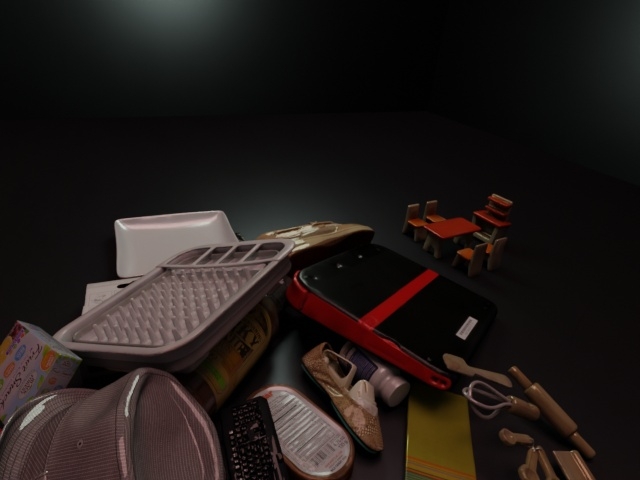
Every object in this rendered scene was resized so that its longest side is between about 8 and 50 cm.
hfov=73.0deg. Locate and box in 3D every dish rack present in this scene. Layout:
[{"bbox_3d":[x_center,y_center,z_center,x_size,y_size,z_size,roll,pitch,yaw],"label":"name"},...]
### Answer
[{"bbox_3d":[-0.212,0.100,0.696,0.285,0.072,0.333,-4,22,29],"label":"dish rack"}]

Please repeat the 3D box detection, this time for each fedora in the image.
[{"bbox_3d":[-0.196,0.237,0.464,0.243,0.124,0.275,37,13,-40],"label":"fedora"}]

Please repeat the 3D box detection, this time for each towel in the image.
[{"bbox_3d":[0.174,0.309,0.632,0.102,0.021,0.237,16,28,6],"label":"towel"}]

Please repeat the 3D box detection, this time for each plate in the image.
[{"bbox_3d":[-0.345,0.012,1.051,0.278,0.045,0.277,-7,32,-23],"label":"plate"}]

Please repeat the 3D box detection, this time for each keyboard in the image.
[{"bbox_3d":[-0.097,0.291,0.551,0.100,0.038,0.192,-20,42,-9],"label":"keyboard"}]

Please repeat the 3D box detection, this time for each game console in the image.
[{"bbox_3d":[0.154,0.123,0.868,0.342,0.060,0.386,29,25,24],"label":"game console"}]

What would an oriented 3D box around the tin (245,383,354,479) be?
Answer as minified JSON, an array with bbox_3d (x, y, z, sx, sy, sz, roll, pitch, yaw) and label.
[{"bbox_3d":[-0.034,0.280,0.627,0.189,0.040,0.106,27,30,34],"label":"tin"}]

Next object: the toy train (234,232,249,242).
[{"bbox_3d":[-0.186,0.022,1.082,0.036,0.027,0.158,-18,36,-32],"label":"toy train"}]

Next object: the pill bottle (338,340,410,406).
[{"bbox_3d":[0.091,0.219,0.727,0.067,0.067,0.120,-14,34,-33],"label":"pill bottle"}]

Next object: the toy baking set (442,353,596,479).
[{"bbox_3d":[0.301,0.258,0.637,0.196,0.030,0.256,2,43,-45],"label":"toy baking set"}]

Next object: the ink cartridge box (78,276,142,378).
[{"bbox_3d":[-0.337,0.146,0.805,0.189,0.066,0.232,-6,22,-22],"label":"ink cartridge box"}]

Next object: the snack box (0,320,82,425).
[{"bbox_3d":[-0.384,0.174,0.565,0.141,0.037,0.100,14,72,36],"label":"snack box"}]

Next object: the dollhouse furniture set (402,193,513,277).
[{"bbox_3d":[0.405,-0.042,1.203,0.259,0.135,0.262,-12,33,-30],"label":"dollhouse furniture set"}]

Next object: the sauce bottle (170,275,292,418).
[{"bbox_3d":[-0.144,0.164,0.739,0.111,0.111,0.344,15,30,16],"label":"sauce bottle"}]

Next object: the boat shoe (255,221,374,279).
[{"bbox_3d":[0.000,0.000,1.010,0.341,0.122,0.110,-9,44,-49],"label":"boat shoe"}]

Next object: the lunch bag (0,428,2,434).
[{"bbox_3d":[-0.404,0.299,0.441,0.293,0.120,0.258,22,28,27],"label":"lunch bag"}]

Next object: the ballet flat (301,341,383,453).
[{"bbox_3d":[0.041,0.232,0.680,0.206,0.067,0.073,40,1,44],"label":"ballet flat"}]
